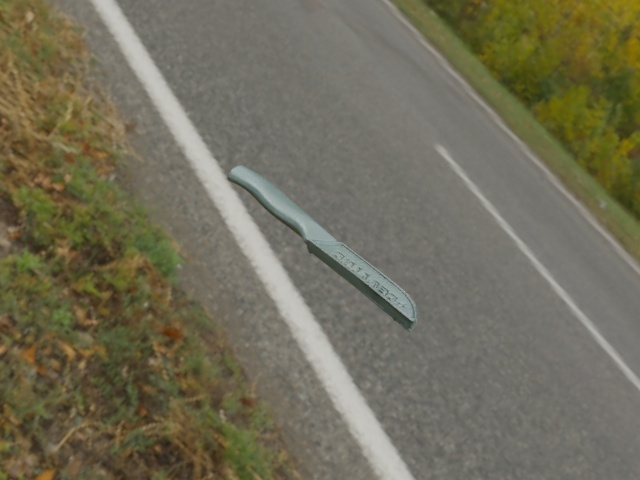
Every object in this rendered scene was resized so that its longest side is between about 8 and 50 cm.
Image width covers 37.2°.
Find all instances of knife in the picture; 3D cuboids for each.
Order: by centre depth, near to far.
[{"bbox_3d":[0.000,0.001,0.634,0.028,0.015,0.210,10,22,-47],"label":"knife"}]
